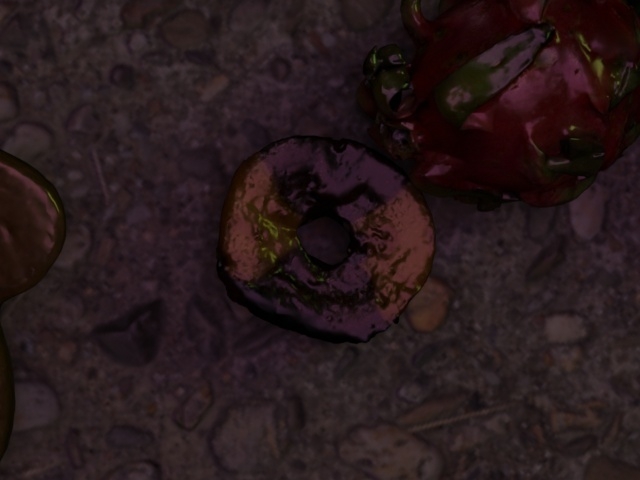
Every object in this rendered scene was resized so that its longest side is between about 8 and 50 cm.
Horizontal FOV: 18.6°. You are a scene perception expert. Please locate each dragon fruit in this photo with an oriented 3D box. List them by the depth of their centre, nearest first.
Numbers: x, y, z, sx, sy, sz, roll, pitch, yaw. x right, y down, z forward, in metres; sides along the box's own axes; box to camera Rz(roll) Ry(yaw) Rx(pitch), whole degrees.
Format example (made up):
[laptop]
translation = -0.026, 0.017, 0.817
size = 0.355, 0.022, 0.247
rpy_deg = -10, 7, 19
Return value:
[dragon fruit]
translation = 0.118, -0.100, 1.210
size = 0.172, 0.160, 0.167
rpy_deg = -32, 128, -19

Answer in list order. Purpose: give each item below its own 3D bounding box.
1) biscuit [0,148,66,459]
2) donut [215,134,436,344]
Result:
[biscuit]
translation = -0.293, 0.020, 1.191
size = 0.287, 0.057, 0.344
rpy_deg = -26, 99, 2
[donut]
translation = 0.000, 0.000, 1.243
size = 0.140, 0.059, 0.140
rpy_deg = 0, 89, -6
